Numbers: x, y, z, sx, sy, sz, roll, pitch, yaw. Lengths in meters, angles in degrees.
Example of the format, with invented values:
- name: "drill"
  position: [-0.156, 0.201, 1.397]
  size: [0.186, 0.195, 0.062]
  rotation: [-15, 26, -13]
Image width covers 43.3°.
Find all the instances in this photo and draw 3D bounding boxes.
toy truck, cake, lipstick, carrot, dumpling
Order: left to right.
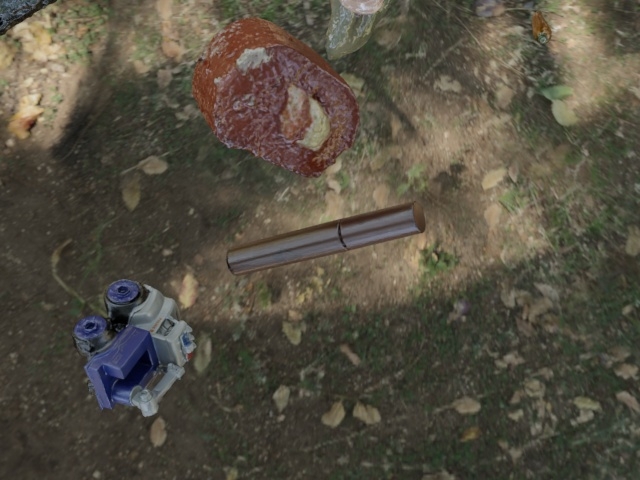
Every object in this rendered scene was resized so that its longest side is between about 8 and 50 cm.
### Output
- name: "toy truck"
  position: [-0.310, 0.185, 1.385]
  size: [0.176, 0.213, 0.161]
  rotation: [12, 133, 21]
- name: "cake"
  position: [-0.064, -0.227, 1.279]
  size: [0.282, 0.151, 0.177]
  rotation: [20, 114, -37]
- name: "lipstick"
  position: [0.000, 0.000, 1.335]
  size: [0.356, 0.057, 0.057]
  rotation: [-14, 106, 26]
- name: "dumpling"
  position: [0.070, -0.411, 1.093]
  size: [0.086, 0.166, 0.332]
  rotation: [42, 145, 23]
- name: "carrot"
  position: [0.427, -0.417, 1.565]
  size: [0.035, 0.142, 0.035]
  rotation: [4, 130, 5]

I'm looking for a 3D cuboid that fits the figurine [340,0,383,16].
- name: "figurine"
  position: [0.058, -0.353, 0.847]
  size: [0.133, 0.276, 0.200]
  rotation: [-3, 67, 7]

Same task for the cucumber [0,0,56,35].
- name: "cucumber"
  position: [-0.288, -0.209, 0.716]
  size: [0.181, 0.053, 0.053]
  rotation: [-26, 103, 9]
